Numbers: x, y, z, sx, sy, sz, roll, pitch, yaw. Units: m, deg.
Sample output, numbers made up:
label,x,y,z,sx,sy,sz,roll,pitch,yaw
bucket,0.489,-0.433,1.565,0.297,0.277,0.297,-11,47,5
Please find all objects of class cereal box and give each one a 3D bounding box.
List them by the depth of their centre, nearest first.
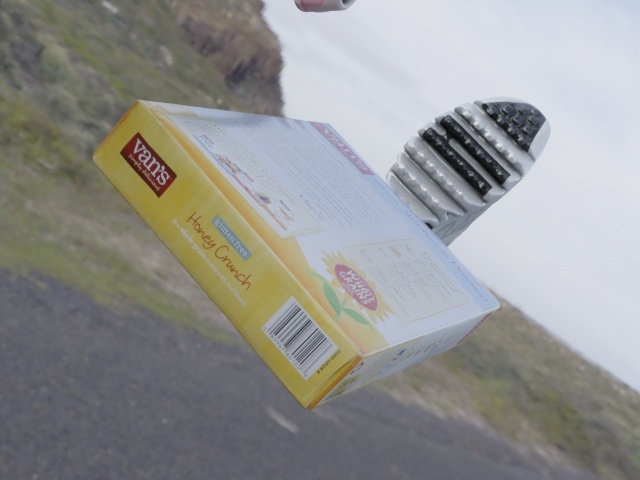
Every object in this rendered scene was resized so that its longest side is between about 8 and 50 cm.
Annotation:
label,x,y,z,sx,sy,sz,roll,pitch,yaw
cereal box,0.000,0.000,0.662,0.173,0.047,0.240,48,19,16

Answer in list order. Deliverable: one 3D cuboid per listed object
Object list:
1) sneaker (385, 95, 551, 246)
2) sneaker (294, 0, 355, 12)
label,x,y,z,sx,sy,sz,roll,pitch,yaw
sneaker,0.115,-0.039,1.219,0.110,0.292,0.118,54,8,20
sneaker,0.025,-0.295,1.197,0.070,0.134,0.051,14,-6,37
